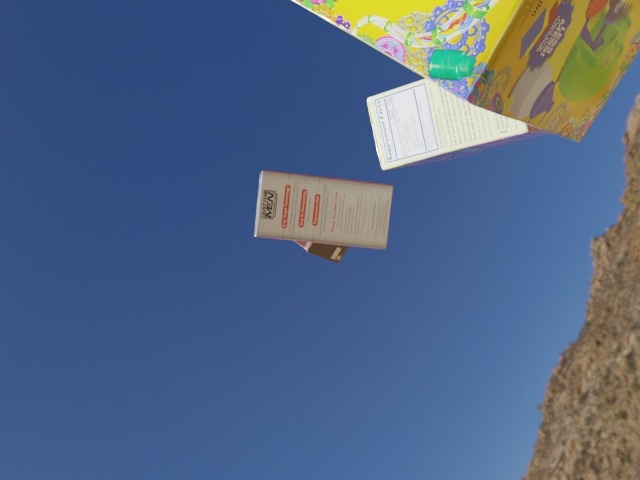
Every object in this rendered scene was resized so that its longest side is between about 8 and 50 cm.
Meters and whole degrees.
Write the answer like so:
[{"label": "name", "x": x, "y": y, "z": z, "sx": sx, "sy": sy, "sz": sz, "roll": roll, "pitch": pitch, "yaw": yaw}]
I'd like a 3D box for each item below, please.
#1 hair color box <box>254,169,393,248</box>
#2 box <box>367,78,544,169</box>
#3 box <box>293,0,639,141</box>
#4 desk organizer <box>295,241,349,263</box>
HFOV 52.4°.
[{"label": "hair color box", "x": 0.002, "y": -0.032, "z": 0.700, "sx": 0.141, "sy": 0.043, "sz": 0.072, "roll": 6, "pitch": -87, "yaw": -9}, {"label": "box", "x": 0.238, "y": -0.200, "z": 1.027, "sx": 0.213, "sy": 0.242, "sz": 0.118, "roll": -15, "pitch": -86, "yaw": -53}, {"label": "box", "x": 0.162, "y": -0.249, "z": 0.467, "sx": 0.279, "sy": 0.177, "sz": 0.290, "roll": -5, "pitch": -52, "yaw": -56}, {"label": "desk organizer", "x": 0.000, "y": 0.000, "z": 1.165, "sx": 0.047, "sy": 0.050, "sz": 0.130, "roll": -58, "pitch": -28, "yaw": 5}]
